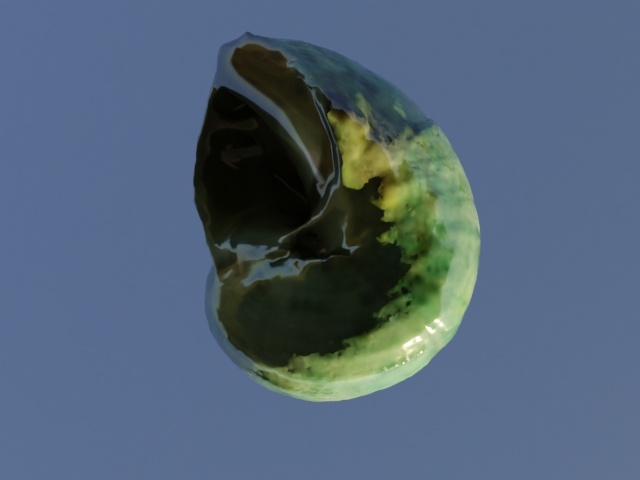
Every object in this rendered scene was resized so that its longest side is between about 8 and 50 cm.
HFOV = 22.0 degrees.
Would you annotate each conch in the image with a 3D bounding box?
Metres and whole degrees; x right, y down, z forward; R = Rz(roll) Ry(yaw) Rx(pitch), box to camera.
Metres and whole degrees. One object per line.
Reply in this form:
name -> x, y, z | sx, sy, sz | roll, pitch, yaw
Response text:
conch -> 0.002, -0.003, 0.881 | 0.176, 0.122, 0.188 | 26, -74, 16
